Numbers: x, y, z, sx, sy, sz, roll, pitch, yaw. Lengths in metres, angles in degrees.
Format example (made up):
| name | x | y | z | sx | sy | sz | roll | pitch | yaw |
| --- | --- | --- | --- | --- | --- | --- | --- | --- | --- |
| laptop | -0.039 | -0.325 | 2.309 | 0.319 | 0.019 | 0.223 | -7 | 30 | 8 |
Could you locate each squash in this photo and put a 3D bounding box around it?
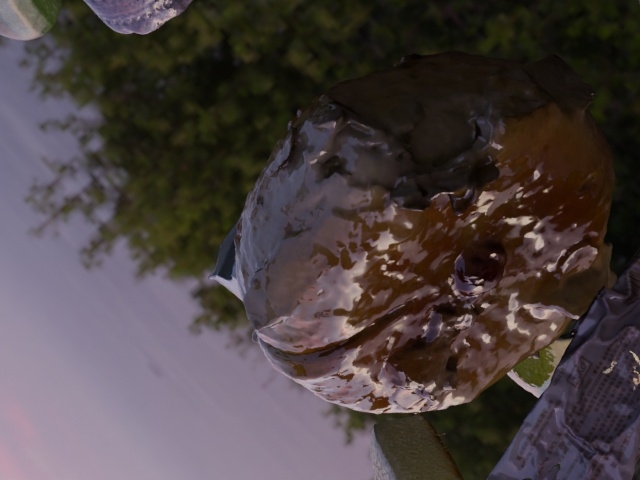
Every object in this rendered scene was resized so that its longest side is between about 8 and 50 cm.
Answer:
| name | x | y | z | sx | sy | sz | roll | pitch | yaw |
| --- | --- | --- | --- | --- | --- | --- | --- | --- | --- |
| squash | -0.235 | -0.205 | 1.169 | 0.077 | 0.068 | 0.219 | 20 | 166 | 2 |
| squash | 0.243 | 0.098 | 1.308 | 0.184 | 0.191 | 0.085 | 166 | 90 | -86 |

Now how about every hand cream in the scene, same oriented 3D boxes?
| name | x | y | z | sx | sy | sz | roll | pitch | yaw |
| --- | --- | --- | --- | --- | --- | --- | --- | --- | --- |
| hand cream | 0.175 | 0.079 | 0.932 | 0.084 | 0.257 | 0.050 | 31 | 166 | 16 |

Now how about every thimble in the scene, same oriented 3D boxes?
| name | x | y | z | sx | sy | sz | roll | pitch | yaw |
| --- | --- | --- | --- | --- | --- | --- | --- | --- | --- |
| thimble | -0.210 | -0.314 | 1.825 | 0.150 | 0.150 | 0.098 | 36 | 170 | 48 |

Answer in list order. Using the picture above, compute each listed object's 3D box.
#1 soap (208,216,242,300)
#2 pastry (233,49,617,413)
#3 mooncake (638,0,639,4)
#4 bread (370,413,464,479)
| name | x | y | z | sx | sy | sz | roll | pitch | yaw |
| --- | --- | --- | --- | --- | --- | --- | --- | --- | --- |
| soap | 0.000 | 0.000 | 1.199 | 0.091 | 0.145 | 0.230 | 47 | -169 | -7 |
| pastry | 0.069 | 0.005 | 0.962 | 0.121 | 0.257 | 0.236 | 51 | 147 | 43 |
| mooncake | 0.324 | -0.283 | 0.888 | 0.246 | 0.393 | 0.394 | 65 | 146 | 18 |
| bread | 0.099 | 0.252 | 1.475 | 0.188 | 0.068 | 0.126 | -124 | 23 | -74 |
